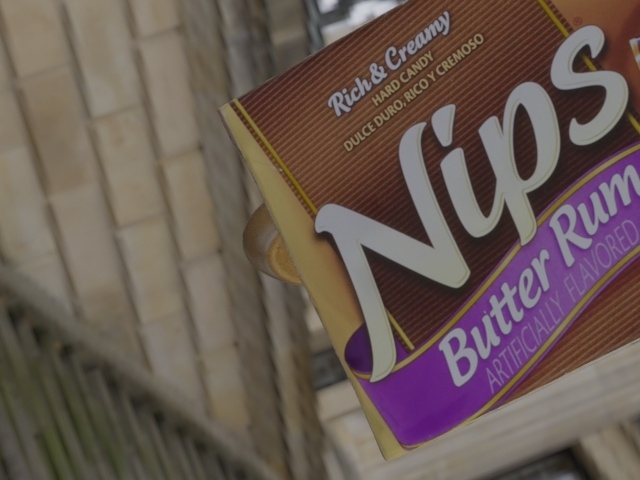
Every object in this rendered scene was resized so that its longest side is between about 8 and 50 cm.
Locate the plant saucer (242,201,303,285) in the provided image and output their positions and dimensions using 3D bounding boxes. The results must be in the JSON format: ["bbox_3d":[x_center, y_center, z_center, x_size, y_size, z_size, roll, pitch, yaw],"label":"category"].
[{"bbox_3d":[0.000,0.000,0.974,0.083,0.083,0.015,85,-8,-49],"label":"plant saucer"}]

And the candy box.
[{"bbox_3d":[0.079,-0.030,0.477,0.109,0.186,0.053,65,16,8],"label":"candy box"}]
